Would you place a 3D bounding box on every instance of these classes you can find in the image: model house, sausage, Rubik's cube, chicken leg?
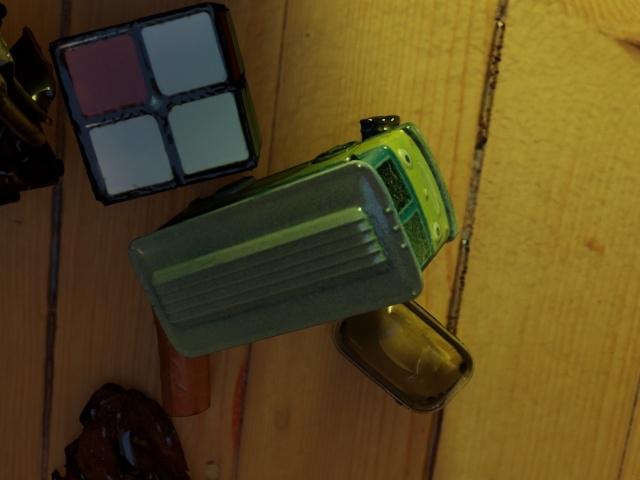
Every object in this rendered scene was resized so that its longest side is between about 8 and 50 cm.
[{"bbox_3d":[-0.412,-0.137,1.010,0.317,0.297,0.282,-12,143,4],"label":"model house"},{"bbox_3d":[-0.172,0.129,1.150,0.065,0.065,0.169,-2,104,-1],"label":"sausage"},{"bbox_3d":[-0.170,-0.154,1.021,0.183,0.167,0.180,-12,104,0],"label":"Rubik's cube"},{"bbox_3d":[-0.249,0.339,1.199,0.177,0.083,0.323,-13,103,11],"label":"chicken leg"}]

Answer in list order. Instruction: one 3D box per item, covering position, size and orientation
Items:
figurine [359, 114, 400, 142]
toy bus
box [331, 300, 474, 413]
[{"bbox_3d":[0.071,-0.075,1.094,0.077,0.079,0.136,4,115,41],"label":"figurine"},{"bbox_3d":[-0.027,0.000,1.011,0.312,0.190,0.152,-17,104,28],"label":"toy bus"},{"bbox_3d":[0.099,0.128,1.132,0.177,0.111,0.111,40,100,-10],"label":"box"}]
